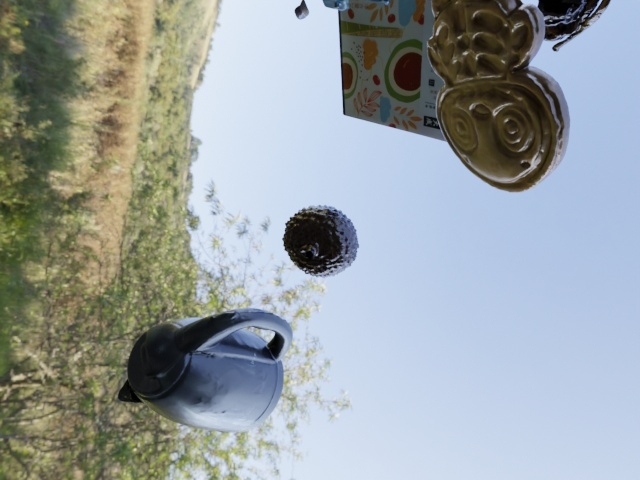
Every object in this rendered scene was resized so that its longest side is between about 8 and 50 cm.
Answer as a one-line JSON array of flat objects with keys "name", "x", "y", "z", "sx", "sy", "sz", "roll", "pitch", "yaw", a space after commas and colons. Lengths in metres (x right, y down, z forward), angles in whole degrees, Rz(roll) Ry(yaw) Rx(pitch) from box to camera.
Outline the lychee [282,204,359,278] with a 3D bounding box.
[{"name": "lychee", "x": 0.000, "y": 0.000, "z": 1.100, "sx": 0.238, "sy": 0.200, "sz": 0.200, "roll": -37, "pitch": 145, "yaw": -73}]

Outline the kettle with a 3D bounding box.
[{"name": "kettle", "x": -0.209, "y": 0.245, "z": 0.889, "sx": 0.321, "sy": 0.324, "sz": 0.228, "roll": -32, "pitch": -122, "yaw": 7}]

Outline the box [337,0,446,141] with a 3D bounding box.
[{"name": "box", "x": 0.230, "y": -0.481, "z": 1.165, "sx": 0.385, "sy": 0.122, "sz": 0.344, "roll": 27, "pitch": -42, "yaw": 36}]

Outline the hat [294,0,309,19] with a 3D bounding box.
[{"name": "hat", "x": -0.074, "y": -0.852, "z": 1.614, "sx": 0.058, "sy": 0.042, "sz": 0.087, "roll": 65, "pitch": -10, "yaw": -5}]

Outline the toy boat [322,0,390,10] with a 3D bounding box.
[{"name": "toy boat", "x": 0.055, "y": -0.565, "z": 0.987, "sx": 0.088, "sy": 0.215, "sz": 0.102, "roll": 7, "pitch": 101, "yaw": -76}]

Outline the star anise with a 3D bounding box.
[{"name": "star anise", "x": 0.490, "y": -0.482, "z": 0.818, "sx": 0.126, "sy": 0.220, "sz": 0.190, "roll": 30, "pitch": -73, "yaw": 35}]

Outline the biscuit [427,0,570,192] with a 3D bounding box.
[{"name": "biscuit", "x": 0.212, "y": -0.192, "z": 0.554, "sx": 0.202, "sy": 0.044, "sz": 0.288, "roll": 34, "pitch": -28, "yaw": 58}]
